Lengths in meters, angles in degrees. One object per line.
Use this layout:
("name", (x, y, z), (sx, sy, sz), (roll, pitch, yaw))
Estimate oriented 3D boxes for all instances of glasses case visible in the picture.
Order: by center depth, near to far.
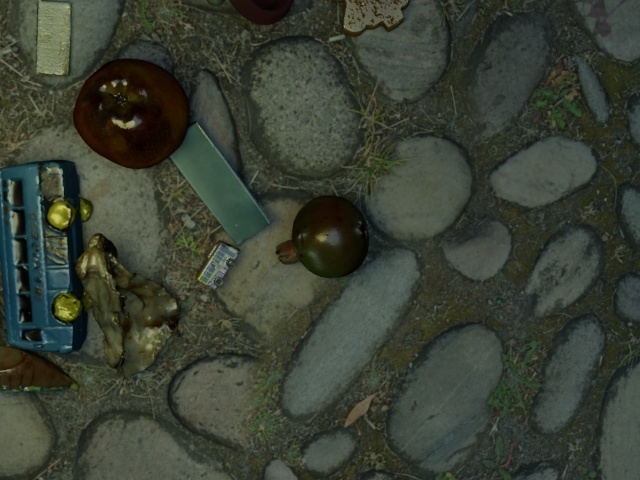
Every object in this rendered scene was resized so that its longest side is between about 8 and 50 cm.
("glasses case", (-0.215, -0.123, 1.956), (0.105, 0.056, 0.266), (-33, 103, 17))

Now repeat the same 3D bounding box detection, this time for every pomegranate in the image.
("pomegranate", (0.000, 0.000, 1.965), (0.209, 0.180, 0.180), (-16, 101, 26))

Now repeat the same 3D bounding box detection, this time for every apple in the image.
("apple", (-0.369, -0.251, 1.812), (0.230, 0.230, 0.230), (-1, 96, -13))

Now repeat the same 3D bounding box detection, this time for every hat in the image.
("hat", (-0.135, -0.546, 1.893), (0.205, 0.089, 0.205), (-7, 99, -43))

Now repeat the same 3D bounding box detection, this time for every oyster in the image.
("oyster", (-0.397, 0.137, 1.840), (0.133, 0.337, 0.198), (9, 54, 20))

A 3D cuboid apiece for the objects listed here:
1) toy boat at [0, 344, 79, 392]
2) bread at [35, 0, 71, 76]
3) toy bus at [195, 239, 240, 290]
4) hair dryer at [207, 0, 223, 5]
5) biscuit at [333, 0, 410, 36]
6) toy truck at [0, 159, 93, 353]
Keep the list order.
("toy boat", (-0.637, 0.264, 1.874), (0.293, 0.108, 0.099), (7, 138, -16))
("bread", (-0.538, -0.406, 1.858), (0.068, 0.028, 0.154), (1, 95, -13))
("toy bus", (-0.220, 0.050, 1.966), (0.058, 0.052, 0.102), (32, 90, -15))
("hair dryer", (-0.279, -0.549, 1.852), (0.183, 0.155, 0.044), (32, 86, 0))
("biscuit", (0.102, -0.561, 1.980), (0.212, 0.041, 0.239), (-34, 102, -1))
("toy truck", (-0.547, 0.033, 1.843), (0.162, 0.161, 0.385), (-3, 97, -1))
